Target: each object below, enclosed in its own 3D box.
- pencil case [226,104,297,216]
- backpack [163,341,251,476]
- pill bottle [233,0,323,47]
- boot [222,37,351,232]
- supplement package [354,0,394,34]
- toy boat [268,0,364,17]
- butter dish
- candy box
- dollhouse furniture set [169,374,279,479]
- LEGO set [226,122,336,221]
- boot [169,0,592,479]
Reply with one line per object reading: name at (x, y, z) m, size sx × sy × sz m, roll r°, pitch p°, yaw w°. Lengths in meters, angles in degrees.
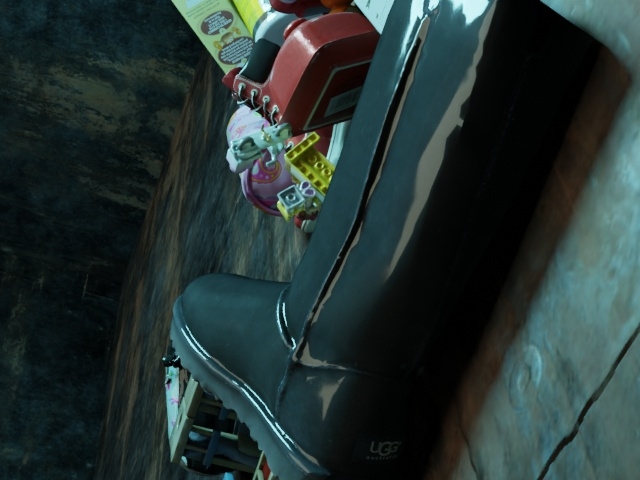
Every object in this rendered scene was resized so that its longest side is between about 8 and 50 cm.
pencil case at (-0.067, -0.125, 1.659) m, size 0.284 × 0.124 × 0.124 m, roll -113°, pitch 41°, yaw -70°
backpack at (-0.141, 0.226, 1.553) m, size 0.115 × 0.152 × 0.182 m, roll 141°, pitch 130°, yaw -76°
pill bottle at (-0.085, -0.407, 1.872) m, size 0.208 × 0.119 × 0.119 m, roll 64°, pitch 145°, yaw 27°
boot at (-0.050, -0.136, 1.465) m, size 0.088 × 0.176 × 0.244 m, roll 119°, pitch 163°, yaw -68°
supplement package at (0.109, -0.249, 1.130) m, size 0.179 × 0.105 × 0.105 m, roll -109°, pitch 36°, yaw -67°
toy boat at (0.023, -0.333, 1.559) m, size 0.231 × 0.151 × 0.151 m, roll 155°, pitch 99°, yaw -73°
butter dish at (0.001, -0.215, 1.366) m, size 0.118 × 0.160 × 0.160 m, roll 50°, pitch 138°, yaw 21°
candy box at (-0.168, -0.403, 1.992) m, size 0.088 × 0.316 × 0.183 m, roll -26°, pitch 34°, yaw 16°
dollhouse furniture set at (-0.094, 0.230, 1.348) m, size 0.183 × 0.129 × 0.129 m, roll -120°, pitch 48°, yaw -72°
LEGO set at (0.000, 0.000, 1.302) m, size 0.107 × 0.132 × 0.287 m, roll 97°, pitch 152°, yaw -64°
boot at (0.025, -0.041, 1.031) m, size 0.367 × 0.146 × 0.445 m, roll 39°, pitch 119°, yaw 49°
